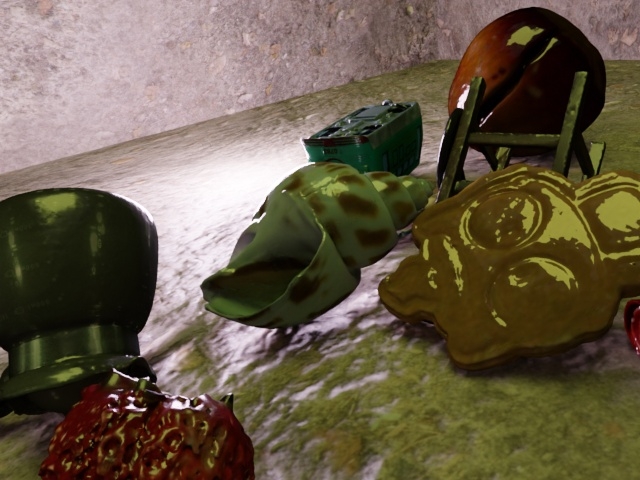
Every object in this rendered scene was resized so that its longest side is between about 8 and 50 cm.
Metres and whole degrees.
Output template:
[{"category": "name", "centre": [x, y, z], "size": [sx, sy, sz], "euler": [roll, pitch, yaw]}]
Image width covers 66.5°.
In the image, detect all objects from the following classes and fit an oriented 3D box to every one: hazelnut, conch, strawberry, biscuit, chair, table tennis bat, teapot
[{"category": "hazelnut", "centre": [0.545, -0.398, 1.291], "size": [0.403, 0.401, 0.429], "euler": [2, 30, 20]}, {"category": "conch", "centre": [-0.001, 0.000, 0.753], "size": [0.368, 0.197, 0.249], "euler": [-42, 32, 16]}, {"category": "strawberry", "centre": [-0.164, 0.221, 0.437], "size": [0.187, 0.184, 0.201], "euler": [28, 55, -3]}, {"category": "biscuit", "centre": [0.247, 0.020, 0.643], "size": [0.376, 0.051, 0.269], "euler": [-22, 54, 21]}, {"category": "chair", "centre": [0.318, -0.030, 0.813], "size": [0.203, 0.415, 0.241], "euler": [12, -12, 35]}, {"category": "table tennis bat", "centre": [0.245, -0.139, 0.883], "size": [0.027, 0.236, 0.150], "euler": [14, 76, 25]}, {"category": "teapot", "centre": [-0.348, 0.108, 0.611], "size": [0.306, 0.223, 0.284], "euler": [-11, 67, -14]}]

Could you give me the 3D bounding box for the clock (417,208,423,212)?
[{"category": "clock", "centre": [0.170, -0.071, 0.962], "size": [0.074, 0.010, 0.083], "euler": [-13, 39, 10]}]

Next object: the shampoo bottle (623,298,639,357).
[{"category": "shampoo bottle", "centre": [0.539, 0.103, 0.566], "size": [0.315, 0.076, 0.118], "euler": [-5, 21, 6]}]

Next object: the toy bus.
[{"category": "toy bus", "centre": [0.115, -0.209, 1.187], "size": [0.184, 0.199, 0.343], "euler": [6, 29, 33]}]

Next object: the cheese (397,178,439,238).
[{"category": "cheese", "centre": [0.189, -0.061, 1.009], "size": [0.189, 0.074, 0.286], "euler": [17, 39, 43]}]
